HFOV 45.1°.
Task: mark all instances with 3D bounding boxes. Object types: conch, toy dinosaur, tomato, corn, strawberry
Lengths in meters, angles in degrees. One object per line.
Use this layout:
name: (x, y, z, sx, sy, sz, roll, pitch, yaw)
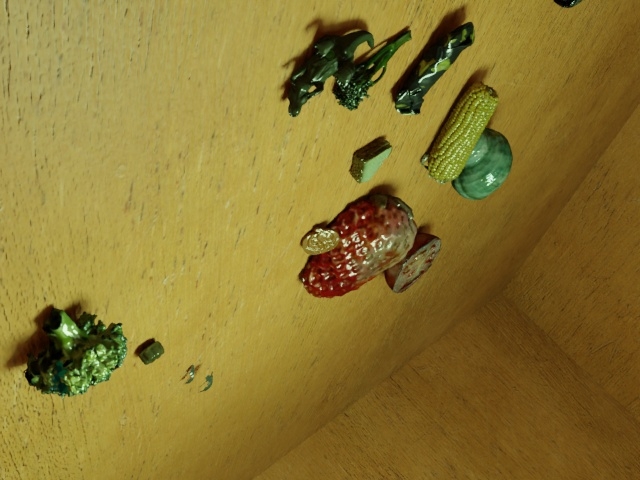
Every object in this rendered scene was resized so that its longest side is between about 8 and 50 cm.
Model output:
conch: (0.430, -0.214, 2.063, 0.277, 0.195, 0.220, 40, 66, -47)
toy dinosaur: (0.004, -0.301, 1.306, 0.187, 0.087, 0.179, -33, -161, 14)
tomato: (0.276, 0.057, 2.393, 0.225, 0.085, 0.225, -35, 154, -20)
corn: (0.346, -0.267, 1.896, 0.106, 0.106, 0.293, -24, 150, -42)
strawberry: (0.107, 0.034, 1.948, 0.336, 0.149, 0.265, -48, 161, 12)

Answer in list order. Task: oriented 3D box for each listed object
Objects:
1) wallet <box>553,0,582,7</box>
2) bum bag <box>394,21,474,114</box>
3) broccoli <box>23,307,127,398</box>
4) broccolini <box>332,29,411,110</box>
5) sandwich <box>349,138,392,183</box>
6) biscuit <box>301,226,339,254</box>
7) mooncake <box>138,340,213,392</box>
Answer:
wallet: (0.659, -0.662, 1.767, 0.262, 0.071, 0.221, -37, 158, -38)
bum bag: (0.231, -0.349, 1.568, 0.232, 0.060, 0.106, -52, 167, 26)
broccoli: (-0.422, 0.185, 1.313, 0.160, 0.167, 0.155, 65, 35, -41)
broccolini: (0.108, -0.317, 1.405, 0.201, 0.058, 0.074, -39, 166, -11)
sandwich: (0.113, -0.177, 1.713, 0.105, 0.036, 0.093, -36, 157, -25)
biscuit: (0.000, 0.000, 1.815, 0.091, 0.015, 0.078, -19, 134, -5)
mooncake: (-0.332, 0.289, 1.767, 0.150, 0.057, 0.346, -36, 155, 15)
